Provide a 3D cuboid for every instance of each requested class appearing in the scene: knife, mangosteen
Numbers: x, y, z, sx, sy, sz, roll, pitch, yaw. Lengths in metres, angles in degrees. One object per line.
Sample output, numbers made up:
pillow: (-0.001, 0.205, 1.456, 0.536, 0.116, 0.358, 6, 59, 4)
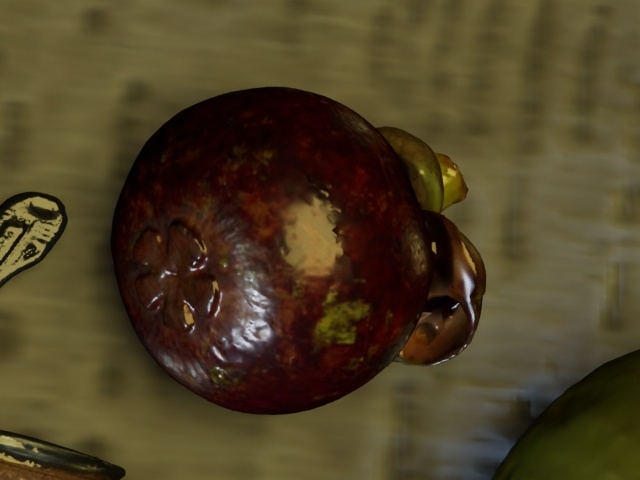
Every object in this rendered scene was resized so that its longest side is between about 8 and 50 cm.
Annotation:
knife: (-0.158, 0.025, 0.881, 0.031, 0.018, 0.121, 38, 74, -11)
mangosteen: (-0.010, 0.006, 0.891, 0.146, 0.181, 0.156, -36, 78, 20)

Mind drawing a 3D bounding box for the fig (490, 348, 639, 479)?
fig: (0.192, 0.157, 0.867, 0.239, 0.271, 0.239, 0, 90, -9)

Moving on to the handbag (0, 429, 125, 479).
handbag: (-0.149, 0.156, 0.841, 0.193, 0.072, 0.151, 20, 77, -17)
